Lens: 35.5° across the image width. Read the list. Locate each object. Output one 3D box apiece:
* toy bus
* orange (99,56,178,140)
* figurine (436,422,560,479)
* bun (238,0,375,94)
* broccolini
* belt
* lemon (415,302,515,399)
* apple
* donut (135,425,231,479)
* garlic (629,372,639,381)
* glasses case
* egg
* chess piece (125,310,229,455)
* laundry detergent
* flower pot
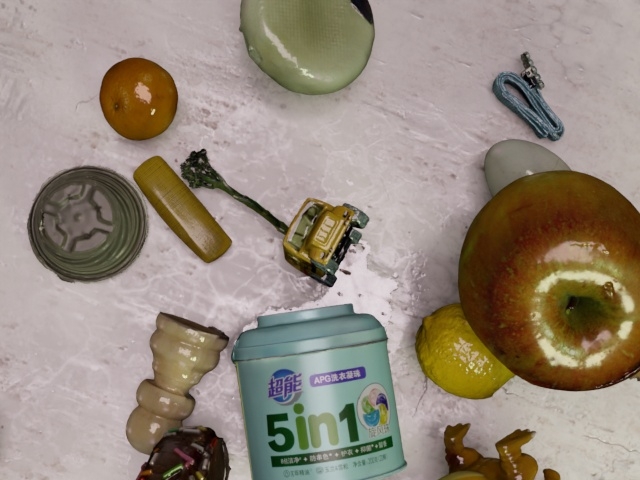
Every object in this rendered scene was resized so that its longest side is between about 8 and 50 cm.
[{"bbox_3d":[0.000,0.000,1.809,0.123,0.335,0.121,30,83,3],"label":"toy bus"},{"bbox_3d":[-0.341,-0.270,1.904,0.136,0.159,0.159,-26,86,-48],"label":"orange"},{"bbox_3d":[0.305,0.542,1.834,0.401,0.268,0.387,-11,104,27],"label":"figurine"},{"bbox_3d":[-0.038,-0.404,1.933,0.283,0.179,0.283,5,77,-25],"label":"bun"},{"bbox_3d":[-0.165,-0.090,1.916,0.254,0.057,0.071,34,116,17],"label":"broccolini"},{"bbox_3d":[0.432,-0.280,2.013,0.100,0.065,0.179,-42,91,1],"label":"belt"},{"bbox_3d":[0.275,0.209,1.892,0.193,0.180,0.180,23,82,-31],"label":"lemon"},{"bbox_3d":[0.418,0.068,1.759,0.374,0.374,0.384,-22,110,-7],"label":"apple"},{"bbox_3d":[-0.241,0.454,1.736,0.136,0.345,0.259,2,93,3],"label":"donut"},{"bbox_3d":[0.550,0.201,1.917,0.257,0.207,0.207,-34,88,0],"label":"garlic"},{"bbox_3d":[-0.268,-0.058,1.925,0.079,0.064,0.234,-40,89,-11],"label":"glasses case"},{"bbox_3d":[0.408,-0.110,1.946,0.209,0.151,0.151,42,83,1],"label":"egg"},{"bbox_3d":[-0.277,0.275,1.866,0.143,0.143,0.260,20,87,-3],"label":"chess piece"},{"bbox_3d":[-0.007,0.276,1.806,0.287,0.287,0.305,-8,86,-6],"label":"laundry detergent"},{"bbox_3d":[-0.443,-0.037,1.872,0.235,0.140,0.235,0,84,-3],"label":"flower pot"}]
